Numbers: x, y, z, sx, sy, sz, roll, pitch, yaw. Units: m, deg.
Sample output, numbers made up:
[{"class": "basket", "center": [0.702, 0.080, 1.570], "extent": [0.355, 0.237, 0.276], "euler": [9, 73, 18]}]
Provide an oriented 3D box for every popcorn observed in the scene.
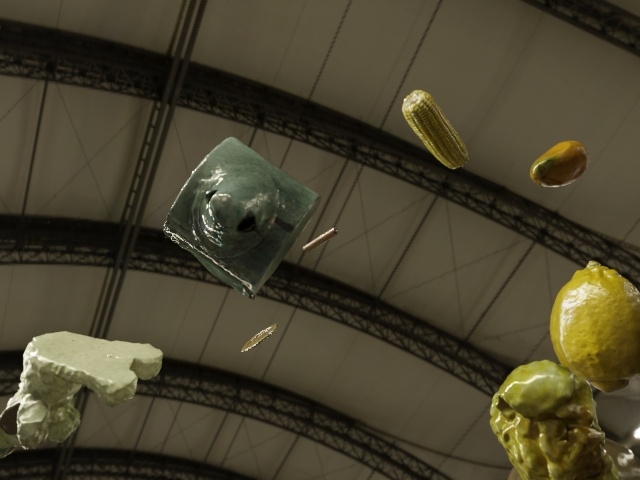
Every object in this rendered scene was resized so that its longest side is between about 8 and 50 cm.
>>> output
[{"class": "popcorn", "center": [0.391, 0.328, 1.036], "extent": [0.174, 0.225, 0.286], "euler": [-27, -27, 3]}]

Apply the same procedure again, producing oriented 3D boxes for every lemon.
[{"class": "lemon", "center": [0.768, 0.242, 1.713], "extent": [0.286, 0.316, 0.285], "euler": [-18, -36, -14]}]

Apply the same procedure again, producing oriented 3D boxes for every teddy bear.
[{"class": "teddy bear", "center": [-0.599, 0.412, 1.503], "extent": [0.376, 0.327, 0.361], "euler": [14, -74, 9]}]

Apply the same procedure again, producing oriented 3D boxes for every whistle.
[{"class": "whistle", "center": [-0.136, -0.002, 1.012], "extent": [0.168, 0.188, 0.404], "euler": [34, -33, 2]}]

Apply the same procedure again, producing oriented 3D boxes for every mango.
[{"class": "mango", "center": [0.562, -0.174, 1.469], "extent": [0.165, 0.089, 0.115], "euler": [-31, -26, -18]}]

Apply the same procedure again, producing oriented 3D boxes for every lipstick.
[{"class": "lipstick", "center": [0.000, 0.000, 1.403], "extent": [0.094, 0.018, 0.019], "euler": [-31, -45, 28]}]

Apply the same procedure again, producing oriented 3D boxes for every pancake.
[{"class": "pancake", "center": [-0.154, 0.249, 1.586], "extent": [0.115, 0.115, 0.011], "euler": [-36, -84, 8]}]

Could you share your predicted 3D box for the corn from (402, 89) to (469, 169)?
[{"class": "corn", "center": [0.214, -0.203, 1.152], "extent": [0.063, 0.085, 0.165], "euler": [-40, -63, 7]}]

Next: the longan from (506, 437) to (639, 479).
[{"class": "longan", "center": [0.588, 0.634, 1.426], "extent": [0.405, 0.336, 0.404], "euler": [-23, -47, -27]}]
